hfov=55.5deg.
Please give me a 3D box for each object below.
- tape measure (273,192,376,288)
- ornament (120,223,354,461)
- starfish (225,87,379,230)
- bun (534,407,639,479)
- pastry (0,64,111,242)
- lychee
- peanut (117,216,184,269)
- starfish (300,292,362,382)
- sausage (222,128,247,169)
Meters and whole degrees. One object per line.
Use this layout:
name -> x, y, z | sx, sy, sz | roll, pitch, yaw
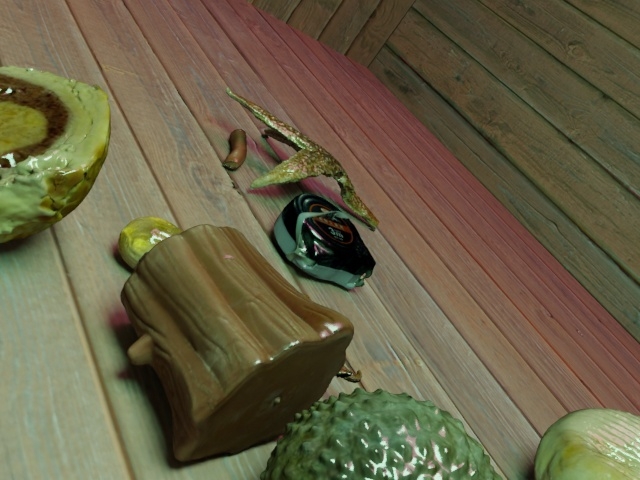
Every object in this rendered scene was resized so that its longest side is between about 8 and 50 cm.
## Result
tape measure -> -0.002, -0.003, 1.190 | 0.182, 0.107, 0.181 | 20, 32, -37
ornament -> -0.108, 0.111, 0.732 | 0.218, 0.235, 0.221 | 48, -9, 30
starfish -> -0.044, -0.178, 1.429 | 0.383, 0.132, 0.398 | 40, 17, 17
bun -> 0.515, 0.443, 0.980 | 0.364, 0.220, 0.365 | 19, 19, -7
pastry -> -0.378, -0.097, 0.734 | 0.236, 0.170, 0.256 | 1, 37, -18
lychee -> 0.054, 0.276, 0.621 | 0.255, 0.256, 0.274 | 28, -6, -22
peanut -> -0.193, 0.029, 0.887 | 0.206, 0.087, 0.087 | 22, 28, -27
starfish -> -0.025, 0.118, 0.864 | 0.238, 0.057, 0.213 | 39, -24, 33
sausage -> -0.190, -0.206, 1.373 | 0.047, 0.040, 0.177 | 30, 26, -21
